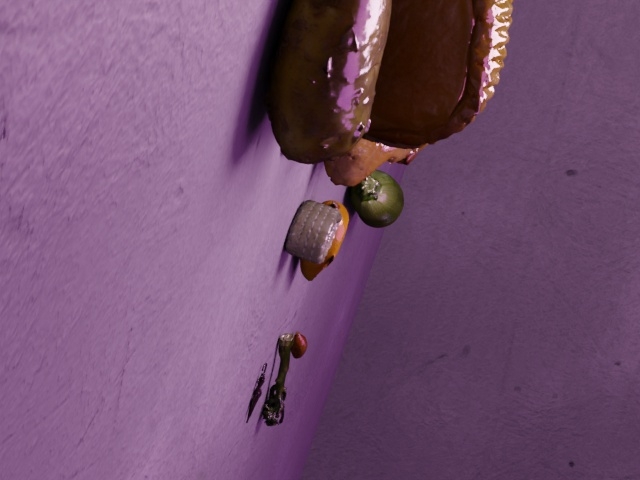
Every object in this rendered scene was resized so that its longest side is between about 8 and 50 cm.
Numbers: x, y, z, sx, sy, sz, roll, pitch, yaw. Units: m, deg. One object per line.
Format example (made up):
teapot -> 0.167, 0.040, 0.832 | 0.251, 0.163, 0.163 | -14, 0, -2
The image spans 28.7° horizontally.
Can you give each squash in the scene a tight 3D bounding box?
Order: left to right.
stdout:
squash -> 0.118, -0.086, 2.581 | 0.395, 0.107, 0.107 | 44, 66, -82

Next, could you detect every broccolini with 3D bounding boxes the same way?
broccolini -> -0.083, 0.254, 2.297 | 0.058, 0.071, 0.254 | -21, 141, -22

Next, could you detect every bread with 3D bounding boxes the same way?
bread -> 0.100, -0.235, 1.423 | 0.142, 0.228, 0.253 | -62, 163, -69

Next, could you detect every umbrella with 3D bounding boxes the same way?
umbrella -> -0.107, 0.259, 2.127 | 0.022, 0.013, 0.122 | -33, 145, -60

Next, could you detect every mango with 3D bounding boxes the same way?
mango -> 0.000, 0.000, 2.032 | 0.187, 0.066, 0.101 | 110, -5, -53

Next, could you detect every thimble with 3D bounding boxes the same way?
thimble -> -0.009, -0.015, 1.904 | 0.110, 0.062, 0.084 | -56, 166, -64

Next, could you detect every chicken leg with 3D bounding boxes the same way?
chicken leg -> 0.096, -0.219, 1.864 | 0.295, 0.182, 0.409 | -53, 162, -9

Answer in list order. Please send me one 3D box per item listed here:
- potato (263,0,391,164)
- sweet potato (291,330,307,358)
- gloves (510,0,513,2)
potato -> 0.008, -0.198, 1.307 | 0.149, 0.113, 0.251 | -43, 145, -60
sweet potato -> -0.042, 0.206, 2.424 | 0.095, 0.034, 0.034 | 95, 16, -57
gloves -> 0.188, -0.396, 1.831 | 0.155, 0.203, 0.356 | -43, 163, 6
